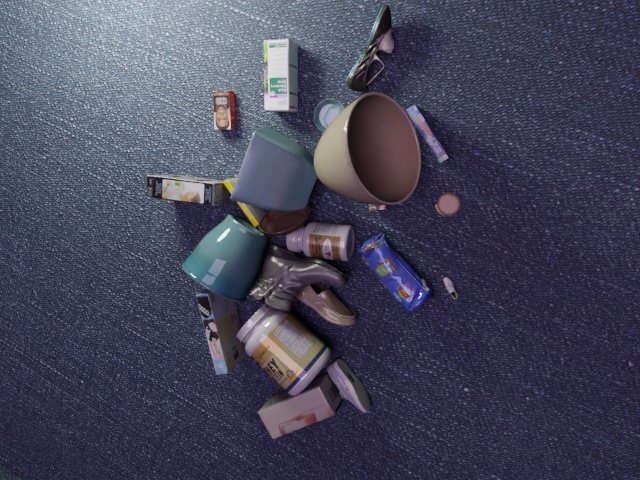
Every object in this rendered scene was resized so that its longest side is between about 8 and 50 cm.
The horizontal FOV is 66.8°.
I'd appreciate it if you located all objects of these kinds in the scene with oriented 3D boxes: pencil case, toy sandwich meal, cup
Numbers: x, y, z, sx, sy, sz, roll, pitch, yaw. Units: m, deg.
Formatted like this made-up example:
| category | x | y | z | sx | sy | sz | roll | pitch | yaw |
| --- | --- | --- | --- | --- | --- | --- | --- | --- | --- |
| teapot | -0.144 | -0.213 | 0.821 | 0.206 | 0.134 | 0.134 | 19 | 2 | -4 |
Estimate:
| category | x | y | z | sx | sy | sz | roll | pitch | yaw |
| --- | --- | --- | --- | --- | --- | --- | --- | --- | --- |
| pencil case | 0.264 | 0.112 | 1.697 | 0.306 | 0.119 | 0.133 | 50 | 134 | 3 |
| toy sandwich meal | 0.435 | -0.122 | 1.648 | 0.085 | 0.029 | 0.086 | 2 | 97 | 15 |
| cup | 0.116 | -0.259 | 1.500 | 0.237 | 0.331 | 0.331 | -7 | 99 | 47 |

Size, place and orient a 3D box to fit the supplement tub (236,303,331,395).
| category | x | y | z | sx | sy | sz | roll | pitch | yaw |
| --- | --- | --- | --- | --- | --- | --- | --- | --- | --- |
| supplement tub | -0.139 | 0.400 | 1.829 | 0.316 | 0.228 | 0.228 | 42 | 110 | 7 |

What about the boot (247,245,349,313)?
| category | x | y | z | sx | sy | sz | roll | pitch | yaw |
| --- | --- | --- | --- | --- | --- | --- | --- | --- | --- |
| boot | -0.080 | 0.170 | 1.757 | 0.338 | 0.118 | 0.223 | 16 | 75 | 23 |

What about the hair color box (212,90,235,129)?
| category | x | y | z | sx | sy | sz | roll | pitch | yaw |
| --- | --- | --- | --- | --- | --- | --- | --- | --- | --- |
| hair color box | -0.362 | -0.489 | 1.826 | 0.072 | 0.043 | 0.141 | 2 | 102 | 17 |

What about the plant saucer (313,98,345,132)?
| category | x | y | z | sx | sy | sz | roll | pitch | yaw |
| --- | --- | --- | --- | --- | --- | --- | --- | --- | --- |
| plant saucer | 0.036 | -0.440 | 1.718 | 0.119 | 0.021 | 0.119 | 3 | 102 | 17 |

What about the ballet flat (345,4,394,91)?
| category | x | y | z | sx | sy | sz | roll | pitch | yaw |
| --- | --- | --- | --- | --- | --- | --- | --- | --- | --- |
| ballet flat | 0.183 | -0.621 | 1.604 | 0.096 | 0.095 | 0.280 | 29 | 119 | 0 |

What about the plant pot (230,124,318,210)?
| category | x | y | z | sx | sy | sz | roll | pitch | yaw |
| --- | --- | --- | --- | --- | --- | --- | --- | --- | --- |
| plant pot | -0.139 | -0.234 | 1.705 | 0.252 | 0.247 | 0.248 | 21 | 107 | -4 |

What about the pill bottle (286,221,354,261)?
| category | x | y | z | sx | sy | sz | roll | pitch | yaw |
| --- | --- | --- | --- | --- | --- | --- | --- | --- | --- |
| pill bottle | 0.000 | 0.000 | 1.757 | 0.229 | 0.131 | 0.131 | 6 | 102 | 18 |

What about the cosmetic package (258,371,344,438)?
| category | x | y | z | sx | sy | sz | roll | pitch | yaw |
| --- | --- | --- | --- | --- | --- | --- | --- | --- | --- |
| cosmetic package | -0.072 | 0.644 | 1.897 | 0.296 | 0.153 | 0.129 | -28 | 90 | 22 |

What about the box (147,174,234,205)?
| category | x | y | z | sx | sy | sz | roll | pitch | yaw |
| --- | --- | --- | --- | --- | --- | --- | --- | --- | --- |
| box | -0.494 | -0.196 | 1.862 | 0.289 | 0.169 | 0.087 | 9 | 101 | 18 |

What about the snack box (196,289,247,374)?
| category | x | y | z | sx | sy | sz | roll | pitch | yaw |
| --- | --- | --- | --- | --- | --- | --- | --- | --- | --- |
| snack box | -0.383 | 0.340 | 1.918 | 0.060 | 0.187 | 0.322 | -10 | 97 | 20 |

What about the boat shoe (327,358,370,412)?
| category | x | y | z | sx | sy | sz | roll | pitch | yaw |
| --- | --- | --- | --- | --- | --- | --- | --- | --- | --- |
| boat shoe | 0.106 | 0.567 | 1.869 | 0.081 | 0.079 | 0.227 | -37 | 83 | 30 |

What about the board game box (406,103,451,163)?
| category | x | y | z | sx | sy | sz | roll | pitch | yaw |
| --- | --- | --- | --- | --- | --- | --- | --- | --- | --- |
| board game box | 0.353 | -0.343 | 1.573 | 0.035 | 0.136 | 0.201 | -32 | 90 | 20 |

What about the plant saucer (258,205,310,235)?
| category | x | y | z | sx | sy | sz | roll | pitch | yaw |
| --- | --- | --- | --- | --- | --- | --- | --- | --- | --- |
| plant saucer | -0.126 | -0.073 | 1.766 | 0.198 | 0.199 | 0.036 | -7 | 124 | 19 |

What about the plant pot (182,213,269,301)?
| category | x | y | z | sx | sy | sz | roll | pitch | yaw |
| --- | --- | --- | --- | --- | --- | --- | --- | --- | --- |
| plant pot | -0.334 | 0.050 | 1.819 | 0.271 | 0.271 | 0.255 | 33 | 94 | 10 |

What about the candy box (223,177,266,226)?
| category | x | y | z | sx | sy | sz | roll | pitch | yaw |
| --- | --- | --- | --- | --- | --- | --- | --- | --- | --- |
| candy box | -0.276 | -0.147 | 1.832 | 0.027 | 0.105 | 0.206 | -36 | 88 | 26 |

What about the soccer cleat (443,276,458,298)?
| category | x | y | z | sx | sy | sz | roll | pitch | yaw |
| --- | --- | --- | --- | --- | --- | --- | --- | --- | --- |
| soccer cleat | 0.455 | 0.167 | 1.692 | 0.029 | 0.035 | 0.083 | -28 | 91 | 21 |

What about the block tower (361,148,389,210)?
| category | x | y | z | sx | sy | sz | roll | pitch | yaw |
| --- | --- | --- | --- | --- | --- | --- | --- | --- | --- |
| block tower | 0.195 | -0.277 | 1.661 | 0.090 | 0.097 | 0.336 | -6 | 101 | 19 |

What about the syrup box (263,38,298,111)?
| category | x | y | z | sx | sy | sz | roll | pitch | yaw |
| --- | --- | --- | --- | --- | --- | --- | --- | --- | --- |
| syrup box | -0.138 | -0.574 | 1.709 | 0.093 | 0.096 | 0.237 | 4 | 101 | 17 |

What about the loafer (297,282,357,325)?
| category | x | y | z | sx | sy | sz | roll | pitch | yaw |
| --- | --- | --- | --- | --- | --- | --- | --- | --- | --- |
| loafer | 0.023 | 0.225 | 1.809 | 0.268 | 0.102 | 0.092 | 28 | 112 | 12 |
